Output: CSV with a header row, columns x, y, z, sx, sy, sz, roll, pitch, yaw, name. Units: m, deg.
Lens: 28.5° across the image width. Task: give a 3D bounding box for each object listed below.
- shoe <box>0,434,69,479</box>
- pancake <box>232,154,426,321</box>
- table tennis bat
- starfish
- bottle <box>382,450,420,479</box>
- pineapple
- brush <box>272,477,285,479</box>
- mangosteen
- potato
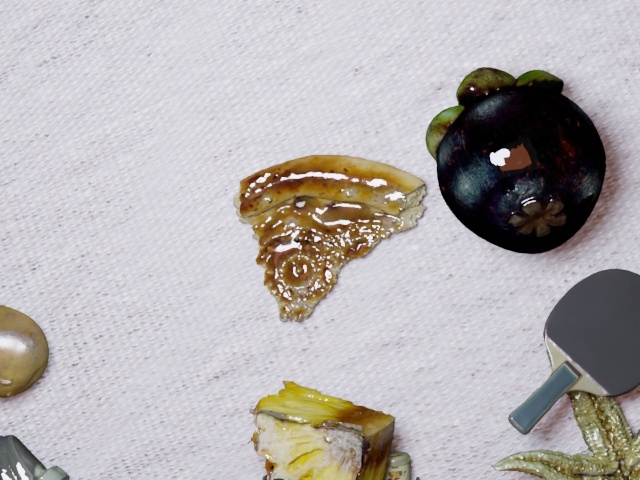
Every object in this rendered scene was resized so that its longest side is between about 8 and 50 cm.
x,y,z,sx,sy,sz,roll,pitch,yaw,name
-0.336,0.371,1.769,0.149,0.109,0.293,-33,89,3,shoe
0.000,0.000,1.735,0.266,0.057,0.244,12,93,7,pancake
0.351,0.152,1.665,0.274,0.021,0.154,-43,77,-12,table tennis bat
0.394,0.322,1.660,0.347,0.078,0.358,15,78,1,starfish
0.106,0.343,1.729,0.063,0.047,0.101,-5,91,18,bottle
0.015,0.286,1.693,0.236,0.114,0.186,50,124,5,pineapple
-0.129,0.435,1.730,0.070,0.051,0.323,42,115,1,brush
0.252,-0.110,1.631,0.243,0.243,0.243,0,91,8,mangosteen
-0.472,0.154,1.776,0.176,0.137,0.137,12,92,-14,potato
